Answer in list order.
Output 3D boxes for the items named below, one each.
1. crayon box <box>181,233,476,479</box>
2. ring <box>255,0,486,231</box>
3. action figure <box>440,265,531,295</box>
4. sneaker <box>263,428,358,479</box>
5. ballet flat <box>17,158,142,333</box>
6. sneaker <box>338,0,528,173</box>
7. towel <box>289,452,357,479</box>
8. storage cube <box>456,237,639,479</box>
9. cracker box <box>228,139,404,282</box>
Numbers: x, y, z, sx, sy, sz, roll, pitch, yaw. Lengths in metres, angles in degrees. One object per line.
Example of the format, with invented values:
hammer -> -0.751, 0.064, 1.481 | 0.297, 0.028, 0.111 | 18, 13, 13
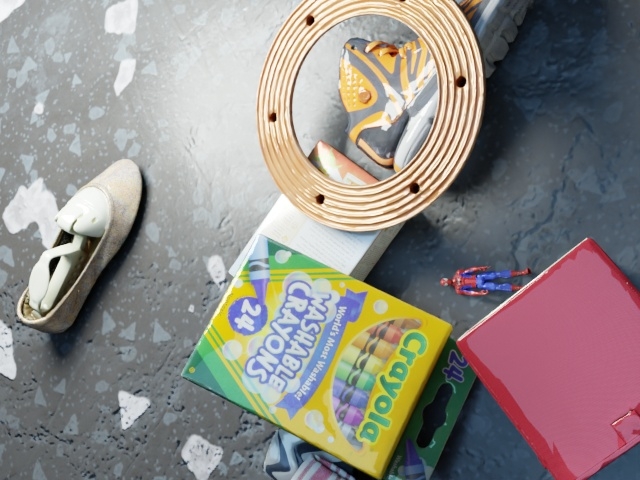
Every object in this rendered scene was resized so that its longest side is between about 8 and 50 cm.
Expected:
crayon box -> 0.021, 0.152, 0.983 | 0.323, 0.083, 0.203 | 25, 77, 11
ring -> 0.057, -0.179, 1.025 | 0.337, 0.032, 0.336 | 0, 91, 34
action figure -> 0.211, 0.052, 1.027 | 0.115, 0.030, 0.038 | -4, 86, 26
sneaker -> 0.035, 0.228, 1.052 | 0.153, 0.094, 0.235 | 19, 79, 13
ballet flat -> -0.385, 0.009, 1.260 | 0.108, 0.106, 0.316 | 27, 94, 25
sneaker -> 0.132, -0.256, 1.052 | 0.180, 0.124, 0.321 | 37, 98, 23
towel -> 0.032, 0.373, 1.009 | 0.197, 0.029, 0.144 | 33, 111, 3
storage cube -> 0.297, 0.138, 0.888 | 0.215, 0.184, 0.193 | -40, 68, 14
cracker box -> 0.000, 0.000, 1.108 | 0.156, 0.067, 0.232 | 39, 98, 24
